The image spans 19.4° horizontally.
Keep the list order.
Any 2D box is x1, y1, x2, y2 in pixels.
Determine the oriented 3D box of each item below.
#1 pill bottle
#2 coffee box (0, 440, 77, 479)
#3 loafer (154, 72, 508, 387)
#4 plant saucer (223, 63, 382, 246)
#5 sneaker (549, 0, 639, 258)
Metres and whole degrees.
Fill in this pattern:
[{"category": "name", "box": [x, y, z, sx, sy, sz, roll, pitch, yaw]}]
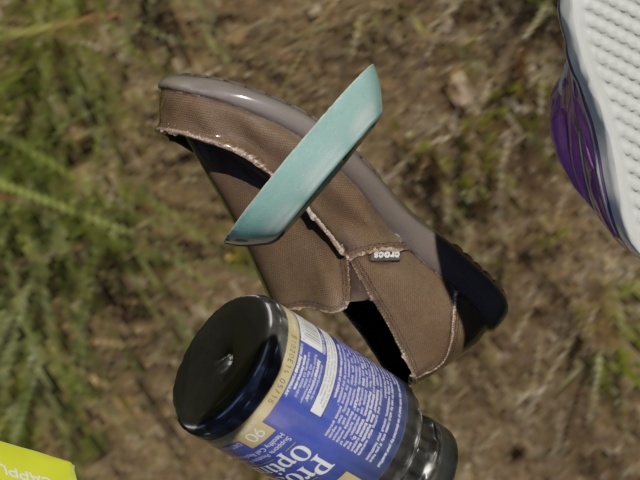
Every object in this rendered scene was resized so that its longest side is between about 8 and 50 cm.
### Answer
[{"category": "pill bottle", "box": [0.001, 0.142, 1.482, 0.219, 0.123, 0.123, 33, 138, -29]}, {"category": "coffee box", "box": [-0.446, 0.411, 1.939, 0.334, 0.337, 0.338, -53, 35, 24]}, {"category": "loafer", "box": [0.000, 0.000, 1.523, 0.366, 0.130, 0.134, 39, 170, -22]}, {"category": "plant saucer", "box": [-0.004, -0.038, 0.954, 0.021, 0.119, 0.119, 39, 130, 1]}, {"category": "sneaker", "box": [0.185, -0.132, 1.215, 0.161, 0.102, 0.282, -125, 26, -66]}]
